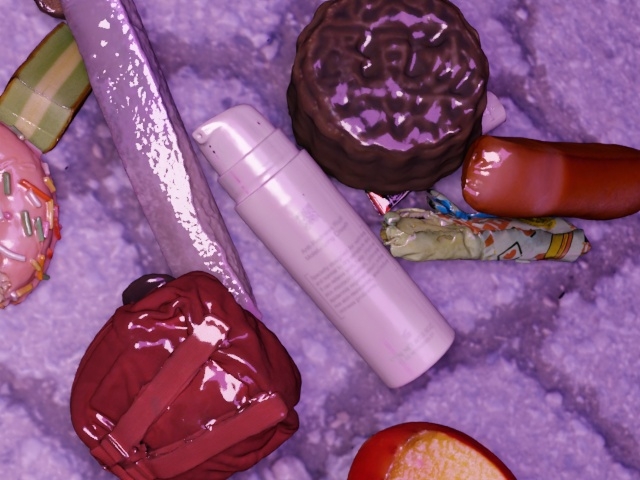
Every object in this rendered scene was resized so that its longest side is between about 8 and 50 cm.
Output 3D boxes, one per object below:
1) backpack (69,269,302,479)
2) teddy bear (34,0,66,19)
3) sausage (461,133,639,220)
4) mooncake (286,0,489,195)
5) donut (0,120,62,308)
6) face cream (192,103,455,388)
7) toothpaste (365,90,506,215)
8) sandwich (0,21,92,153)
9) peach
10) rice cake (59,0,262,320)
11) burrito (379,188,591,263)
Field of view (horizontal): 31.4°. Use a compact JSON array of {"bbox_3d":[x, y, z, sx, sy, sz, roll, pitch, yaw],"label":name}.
[{"bbox_3d":[-0.136,0.153,1.112,0.229,0.139,0.229,-1,110,-2],"label":"backpack"},{"bbox_3d":[-0.238,-0.299,1.204,0.160,0.078,0.119,-38,117,-3],"label":"teddy bear"},{"bbox_3d":[0.269,-0.070,1.293,0.300,0.083,0.089,2,118,-34],"label":"sausage"},{"bbox_3d":[0.076,-0.170,1.237,0.228,0.124,0.228,1,75,-2],"label":"mooncake"},{"bbox_3d":[-0.365,-0.044,1.112,0.233,0.085,0.199,10,77,-18],"label":"donut"},{"bbox_3d":[0.000,0.000,1.215,0.102,0.102,0.345,-41,95,-19],"label":"face cream"},{"bbox_3d":[0.123,-0.108,1.305,0.193,0.045,0.071,-35,84,-15],"label":"toothpaste"},{"bbox_3d":[-0.281,-0.161,1.198,0.074,0.074,0.116,32,41,-10],"label":"sandwich"},{"bbox_3d":[0.117,0.277,1.154,0.190,0.192,0.190,-7,52,9],"label":"peach"},{"bbox_3d":[-0.162,-0.084,1.173,0.070,0.064,0.398,-21,95,9],"label":"rice cake"},{"bbox_3d":[0.177,-0.015,1.282,0.288,0.104,0.054,-1,123,-32],"label":"burrito"}]
